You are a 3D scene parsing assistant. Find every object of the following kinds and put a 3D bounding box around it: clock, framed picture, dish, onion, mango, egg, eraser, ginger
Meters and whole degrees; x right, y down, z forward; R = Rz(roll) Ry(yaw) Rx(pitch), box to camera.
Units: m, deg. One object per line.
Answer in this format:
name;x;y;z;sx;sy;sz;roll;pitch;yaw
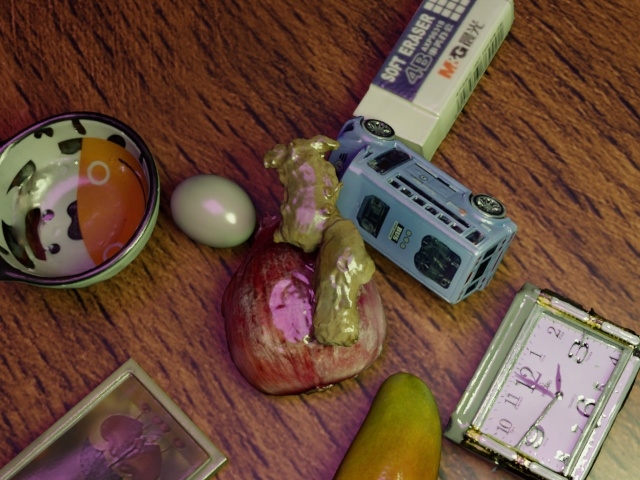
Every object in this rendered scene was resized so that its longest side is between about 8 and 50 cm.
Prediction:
clock;0.296;0.200;1.481;0.186;0.083;0.253;27;75;19
framed picture;-0.303;0.326;1.548;0.289;0.020;0.211;-41;67;-16
dish;-0.361;-0.043;1.669;0.303;0.120;0.303;-3;68;9
onion;-0.038;0.069;1.573;0.227;0.120;0.283;-19;66;-3
mango;0.083;0.300;1.445;0.129;0.146;0.289;21;70;1
egg;-0.155;-0.043;1.642;0.135;0.103;0.103;25;75;21
eraser;0.171;-0.258;1.683;0.124;0.081;0.279;27;75;19
ginger;-0.001;-0.002;1.485;0.122;0.084;0.290;-16;73;1

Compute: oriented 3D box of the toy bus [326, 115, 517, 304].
toy bus;0.114;-0.045;1.559;0.292;0.125;0.133;37;37;20
